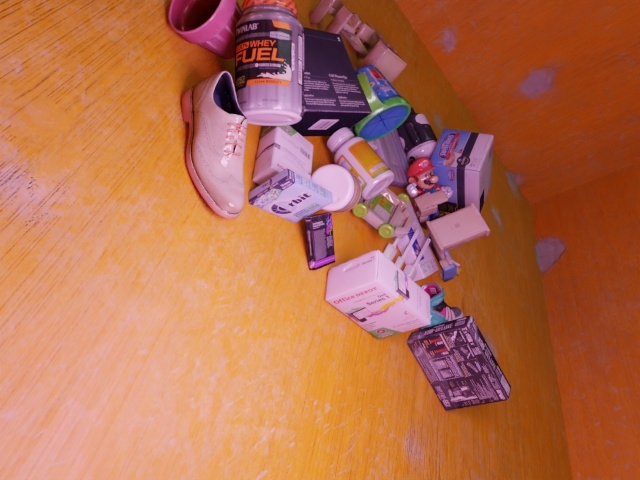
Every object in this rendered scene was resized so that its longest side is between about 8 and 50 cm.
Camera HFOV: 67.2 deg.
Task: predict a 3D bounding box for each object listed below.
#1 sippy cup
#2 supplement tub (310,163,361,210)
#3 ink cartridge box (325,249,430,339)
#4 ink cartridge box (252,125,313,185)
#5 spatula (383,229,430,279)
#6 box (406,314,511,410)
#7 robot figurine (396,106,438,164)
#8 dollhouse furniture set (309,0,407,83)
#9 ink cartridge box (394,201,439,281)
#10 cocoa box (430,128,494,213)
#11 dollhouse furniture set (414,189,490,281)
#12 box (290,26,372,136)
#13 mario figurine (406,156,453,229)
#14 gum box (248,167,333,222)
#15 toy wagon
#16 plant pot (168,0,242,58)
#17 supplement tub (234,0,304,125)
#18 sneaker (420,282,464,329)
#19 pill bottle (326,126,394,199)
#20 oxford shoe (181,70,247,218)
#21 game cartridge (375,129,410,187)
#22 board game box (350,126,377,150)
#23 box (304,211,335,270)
[{"bbox_3d":[0.194,-0.538,1.858,0.240,0.305,0.224,-20,74,-21],"label":"sippy cup"},{"bbox_3d":[0.052,-0.163,1.549,0.144,0.144,0.200,68,14,5],"label":"supplement tub"},{"bbox_3d":[0.178,0.175,1.487,0.278,0.201,0.117,40,42,-31],"label":"ink cartridge box"},{"bbox_3d":[-0.110,-0.237,1.463,0.160,0.093,0.219,35,44,-35],"label":"ink cartridge box"},{"bbox_3d":[0.337,0.040,1.869,0.168,0.019,0.242,42,58,-10],"label":"spatula"},{"bbox_3d":[0.483,0.436,1.690,0.307,0.243,0.076,59,35,-6],"label":"box"},{"bbox_3d":[0.444,-0.484,2.272,0.209,0.174,0.278,-16,77,-36],"label":"robot figurine"},{"bbox_3d":[0.151,-0.811,2.119,0.362,0.256,0.394,12,39,-50],"label":"dollhouse furniture set"},{"bbox_3d":[0.371,-0.007,1.976,0.165,0.065,0.332,-15,83,-54],"label":"ink cartridge box"},{"bbox_3d":[0.649,-0.304,2.225,0.231,0.228,0.347,-62,151,-25],"label":"cocoa box"},{"bbox_3d":[0.543,-0.026,2.003,0.303,0.198,0.286,66,3,-60],"label":"dollhouse furniture set"},{"bbox_3d":[-0.041,-0.528,1.621,0.343,0.179,0.312,-13,81,-46],"label":"box"},{"bbox_3d":[0.472,-0.205,2.073,0.198,0.170,0.320,-63,139,-54],"label":"mario figurine"},{"bbox_3d":[-0.083,-0.122,1.370,0.184,0.157,0.041,21,53,-44],"label":"gum box"},{"bbox_3d":[0.196,-0.153,1.792,0.344,0.068,0.267,38,38,-2],"label":"toy wagon"},{"bbox_3d":[-0.301,-0.630,1.389,0.180,0.201,0.201,32,44,-59],"label":"plant pot"},{"bbox_3d":[-0.141,-0.492,1.340,0.194,0.194,0.315,-2,92,-53],"label":"supplement tub"},{"bbox_3d":[0.462,0.251,1.892,0.296,0.124,0.178,-9,86,-53],"label":"sneaker"},{"bbox_3d":[0.133,-0.276,1.694,0.245,0.136,0.136,53,32,16],"label":"pill bottle"},{"bbox_3d":[-0.255,-0.252,1.235,0.141,0.147,0.396,0,69,-53],"label":"oxford shoe"},{"bbox_3d":[0.299,-0.402,2.135,0.230,0.068,0.354,-1,70,-49],"label":"game cartridge"},{"bbox_3d":[0.108,-0.482,1.936,0.305,0.053,0.192,13,61,-49],"label":"board game box"},{"bbox_3d":[0.000,0.000,1.469,0.116,0.029,0.162,-17,106,-55],"label":"box"}]
